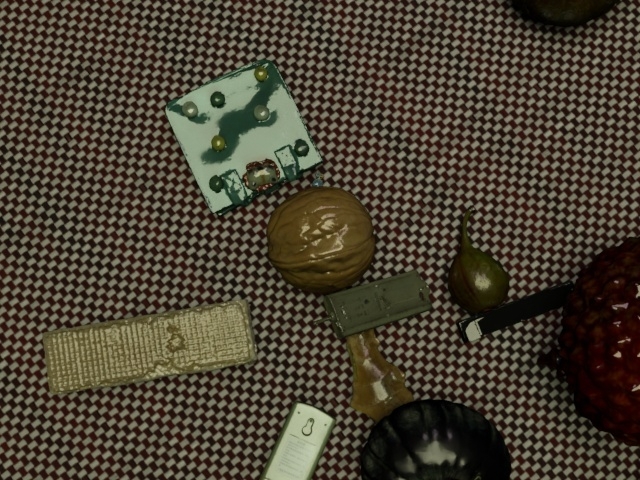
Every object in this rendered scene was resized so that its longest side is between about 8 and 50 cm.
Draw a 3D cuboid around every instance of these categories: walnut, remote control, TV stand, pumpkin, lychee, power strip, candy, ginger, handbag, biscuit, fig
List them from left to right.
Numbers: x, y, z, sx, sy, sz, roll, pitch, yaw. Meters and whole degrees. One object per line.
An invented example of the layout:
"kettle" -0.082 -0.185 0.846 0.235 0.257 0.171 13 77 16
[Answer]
"biscuit" -0.346 0.220 1.708 0.426 0.078 0.143 -10 85 -1
"handbag" -0.162 -0.224 1.749 0.269 0.100 0.274 -24 84 -4
"remote control" -0.055 0.449 1.704 0.098 0.038 0.233 24 83 2
"candy" -0.007 -0.103 1.776 0.030 0.020 0.083 15 82 1
"walnut" 0.000 0.000 1.675 0.228 0.228 0.227 0 83 -1
"power strip" 0.104 0.132 1.692 0.268 0.034 0.092 -15 73 -25
"ginger" 0.112 0.237 1.711 0.131 0.086 0.294 -10 79 15
"pumpkin" 0.219 0.458 1.581 0.296 0.296 0.295 0 83 -1
"fig" 0.318 0.033 1.725 0.124 0.124 0.236 -5 72 -1
"TV stand" 0.413 0.149 1.741 0.257 0.040 0.048 -20 84 -3
"pumpkin" 0.524 -0.571 1.727 0.325 0.242 0.232 -4 75 3
"lychee" 0.637 0.195 1.564 0.425 0.500 0.424 14 68 -38
